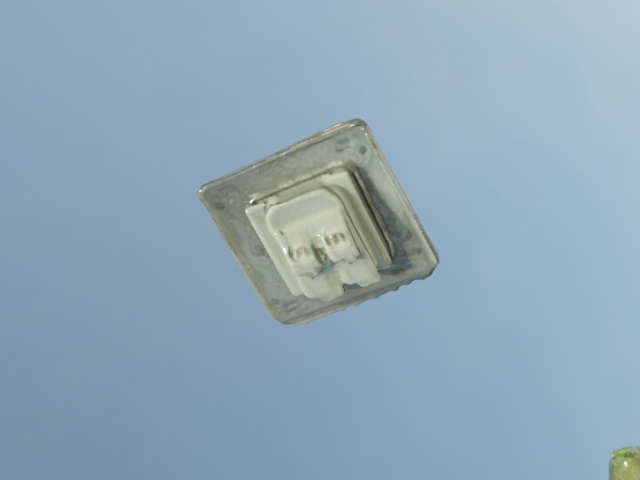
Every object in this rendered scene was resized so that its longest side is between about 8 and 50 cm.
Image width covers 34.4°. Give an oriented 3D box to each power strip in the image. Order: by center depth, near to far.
[{"bbox_3d":[0.000,0.000,1.074,0.213,0.198,0.064,59,-164,-28],"label":"power strip"}]

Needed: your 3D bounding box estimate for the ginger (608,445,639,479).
[{"bbox_3d":[0.359,0.379,1.218,0.089,0.289,0.137,13,165,14],"label":"ginger"}]
